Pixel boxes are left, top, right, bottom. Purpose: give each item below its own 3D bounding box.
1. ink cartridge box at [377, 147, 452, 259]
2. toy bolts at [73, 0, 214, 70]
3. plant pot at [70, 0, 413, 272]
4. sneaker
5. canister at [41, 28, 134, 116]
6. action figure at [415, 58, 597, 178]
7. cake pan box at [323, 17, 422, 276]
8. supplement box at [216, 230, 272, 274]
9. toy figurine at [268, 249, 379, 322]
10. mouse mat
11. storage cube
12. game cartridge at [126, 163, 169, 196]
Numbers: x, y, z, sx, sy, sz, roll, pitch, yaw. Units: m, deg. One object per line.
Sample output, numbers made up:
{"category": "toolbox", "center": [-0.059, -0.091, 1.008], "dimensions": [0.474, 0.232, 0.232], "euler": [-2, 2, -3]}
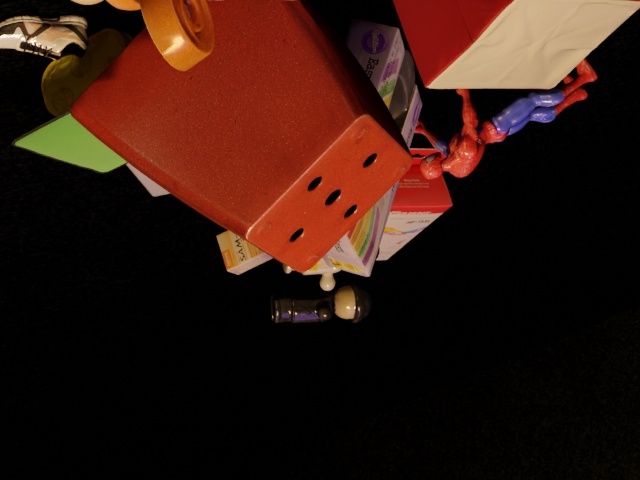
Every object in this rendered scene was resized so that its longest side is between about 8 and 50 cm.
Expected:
{"category": "ink cartridge box", "center": [0.101, -0.052, 2.303], "dimensions": [0.134, 0.078, 0.231], "euler": [-2, 154, -36]}
{"category": "toy bolts", "center": [-0.209, -0.258, 1.388], "dimensions": [0.158, 0.218, 0.228], "euler": [-17, 143, 19]}
{"category": "plant pot", "center": [-0.057, -0.121, 1.655], "dimensions": [0.267, 0.236, 0.267], "euler": [-45, 155, 4]}
{"category": "sneaker", "center": [-0.297, -0.214, 1.615], "dimensions": [0.109, 0.044, 0.040], "euler": [-8, 159, -21]}
{"category": "canister", "center": [-0.216, -0.173, 1.744], "dimensions": [0.126, 0.073, 0.170], "euler": [-27, 159, 26]}
{"category": "action figure", "center": [0.227, -0.185, 2.081], "dimensions": [0.280, 0.139, 0.091], "euler": [-35, 162, -20]}
{"category": "cake pan box", "center": [0.051, -0.114, 1.890], "dimensions": [0.070, 0.267, 0.246], "euler": [14, 164, 13]}
{"category": "supplement box", "center": [-0.102, 0.003, 2.299], "dimensions": [0.098, 0.062, 0.036], "euler": [-26, 159, 19]}
{"category": "toy figurine", "center": [0.000, 0.000, 2.154], "dimensions": [0.148, 0.213, 0.209], "euler": [-3, 144, -14]}
{"category": "mouse mat", "center": [-0.243, -0.123, 1.740], "dimensions": [0.152, 0.007, 0.189], "euler": [-24, 163, 22]}
{"category": "storage cube", "center": [0.202, -0.289, 1.625], "dimensions": [0.215, 0.193, 0.183], "euler": [-2, 154, -34]}
{"category": "game cartridge", "center": [-0.104, -0.145, 1.938], "dimensions": [0.294, 0.060, 0.196], "euler": [-19, 156, 4]}
